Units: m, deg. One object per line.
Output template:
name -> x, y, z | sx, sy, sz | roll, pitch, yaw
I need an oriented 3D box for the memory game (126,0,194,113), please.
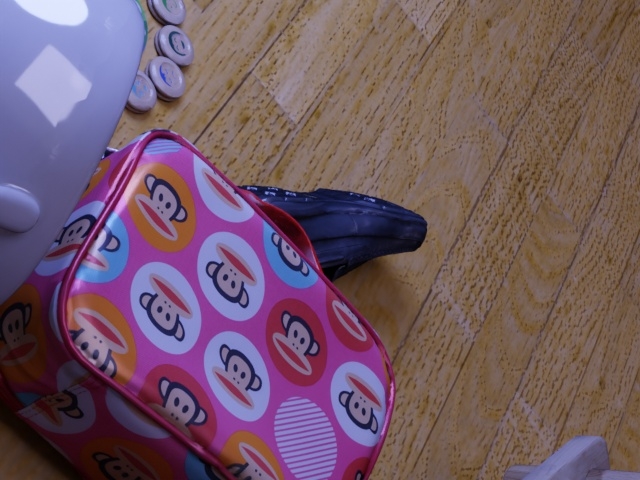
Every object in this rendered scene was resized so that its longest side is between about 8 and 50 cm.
memory game -> -0.169, -0.184, 1.362 | 0.186, 0.012, 0.186 | 27, 49, -37

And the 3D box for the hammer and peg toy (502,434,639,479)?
hammer and peg toy -> 0.135, 0.309, 1.243 | 0.361, 0.127, 0.266 | -24, 109, -53

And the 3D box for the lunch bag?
lunch bag -> -0.076, 0.070, 1.212 | 0.293, 0.120, 0.258 | 47, 43, -23

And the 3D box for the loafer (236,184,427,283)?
loafer -> 0.000, 0.000, 1.401 | 0.223, 0.076, 0.078 | 1, 104, -48

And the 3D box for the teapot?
teapot -> -0.236, -0.086, 1.051 | 0.187, 0.256, 0.253 | 29, 60, -20
